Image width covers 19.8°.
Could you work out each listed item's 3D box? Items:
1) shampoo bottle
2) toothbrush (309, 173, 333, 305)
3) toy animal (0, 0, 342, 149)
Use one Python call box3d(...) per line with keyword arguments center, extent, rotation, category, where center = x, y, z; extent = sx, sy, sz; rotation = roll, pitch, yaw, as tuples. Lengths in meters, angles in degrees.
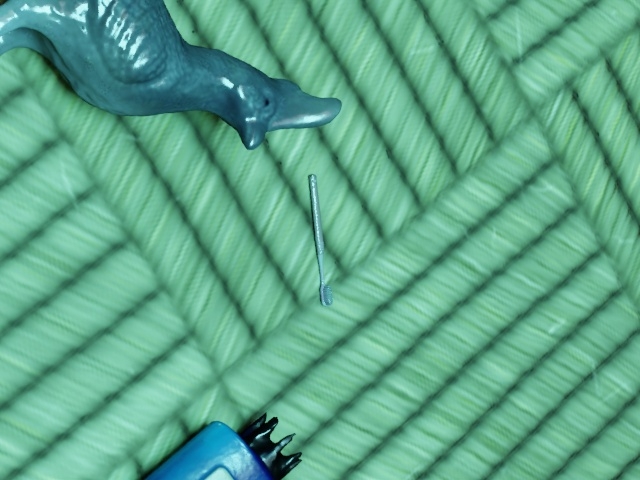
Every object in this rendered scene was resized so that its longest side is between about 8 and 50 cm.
box3d(center=(-0.090, 0.192, 1.265), extent=(0.183, 0.050, 0.087), rotation=(-40, 109, -22), category="shampoo bottle")
box3d(center=(0.000, 0.000, 1.330), extent=(0.006, 0.008, 0.097), rotation=(-13, 99, -43), category="toothbrush")
box3d(center=(-0.171, -0.153, 1.180), extent=(0.206, 0.081, 0.367), rotation=(-46, 106, -15), category="toy animal")
